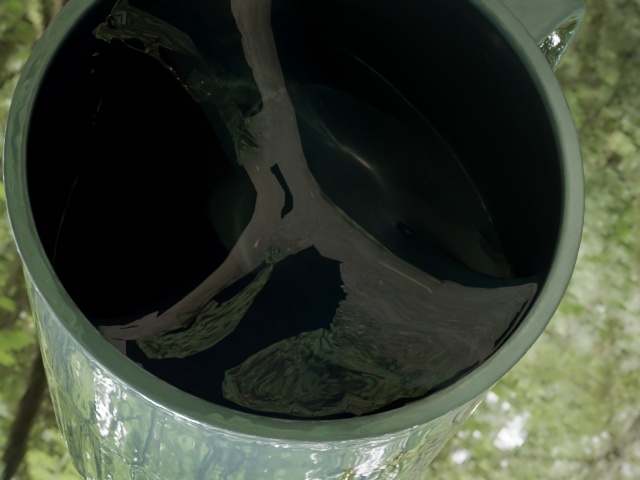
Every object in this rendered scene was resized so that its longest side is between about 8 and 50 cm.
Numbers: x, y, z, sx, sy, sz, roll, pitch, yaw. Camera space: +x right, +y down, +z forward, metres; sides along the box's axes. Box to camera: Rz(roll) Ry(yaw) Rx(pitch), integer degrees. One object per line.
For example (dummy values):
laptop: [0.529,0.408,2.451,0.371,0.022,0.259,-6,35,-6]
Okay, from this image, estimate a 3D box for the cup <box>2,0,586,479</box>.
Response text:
cup: [-0.021,-0.003,0.775,0.256,0.331,0.311,15,154,-1]
